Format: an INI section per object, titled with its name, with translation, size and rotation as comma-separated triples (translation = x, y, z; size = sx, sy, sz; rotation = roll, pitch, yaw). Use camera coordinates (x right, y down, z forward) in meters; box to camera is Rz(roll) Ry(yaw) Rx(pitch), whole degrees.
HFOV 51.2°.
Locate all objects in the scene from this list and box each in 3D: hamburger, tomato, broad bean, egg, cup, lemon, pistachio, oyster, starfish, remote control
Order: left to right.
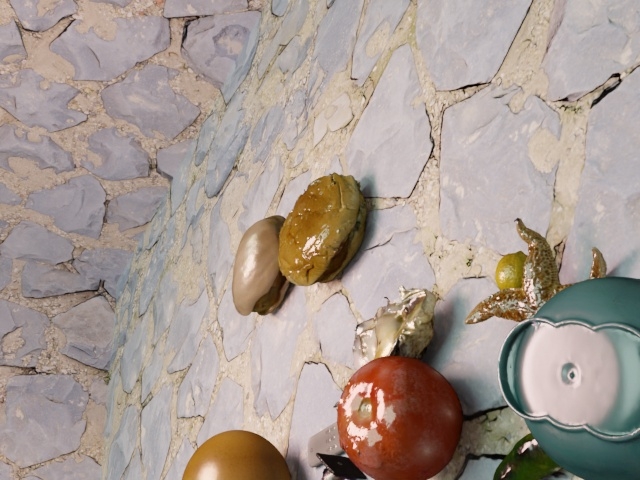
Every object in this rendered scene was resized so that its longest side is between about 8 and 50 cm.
[egg]
translation = -0.180, 0.578, 1.460
size = 0.250, 0.250, 0.322
rotation = -46, 43, 42
[pistachio]
translation = -0.161, 0.066, 1.810
size = 0.197, 0.166, 0.287
rotation = 33, 104, 47
[hamburger]
translation = 0.000, 0.000, 1.593
size = 0.309, 0.133, 0.211
rotation = -50, 32, 35
[remote control]
translation = 0.042, 0.403, 1.384
size = 0.261, 0.029, 0.067
rotation = -44, 38, 43
[oyster]
translation = 0.118, 0.214, 1.278
size = 0.271, 0.100, 0.275
rotation = 8, 79, 70
[tomato]
translation = 0.134, 0.296, 1.100
size = 0.208, 0.184, 0.208
rotation = -31, 46, 40
[lemon]
translation = 0.307, 0.056, 1.053
size = 0.062, 0.062, 0.083
rotation = -4, 70, 62
[starfish]
translation = 0.317, 0.104, 0.971
size = 0.236, 0.062, 0.277
rotation = -34, 62, 31
[broad bean]
translation = 0.324, 0.314, 0.881
size = 0.292, 0.049, 0.144
rotation = -18, 60, 58
[cup]
translation = 0.367, 0.151, 0.677
size = 0.290, 0.258, 0.219
rotation = -4, 77, 62

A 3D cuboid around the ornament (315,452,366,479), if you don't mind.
[ornament]
translation = 0.005, 0.524, 1.325
size = 0.203, 0.088, 0.081
rotation = -69, 26, 11
